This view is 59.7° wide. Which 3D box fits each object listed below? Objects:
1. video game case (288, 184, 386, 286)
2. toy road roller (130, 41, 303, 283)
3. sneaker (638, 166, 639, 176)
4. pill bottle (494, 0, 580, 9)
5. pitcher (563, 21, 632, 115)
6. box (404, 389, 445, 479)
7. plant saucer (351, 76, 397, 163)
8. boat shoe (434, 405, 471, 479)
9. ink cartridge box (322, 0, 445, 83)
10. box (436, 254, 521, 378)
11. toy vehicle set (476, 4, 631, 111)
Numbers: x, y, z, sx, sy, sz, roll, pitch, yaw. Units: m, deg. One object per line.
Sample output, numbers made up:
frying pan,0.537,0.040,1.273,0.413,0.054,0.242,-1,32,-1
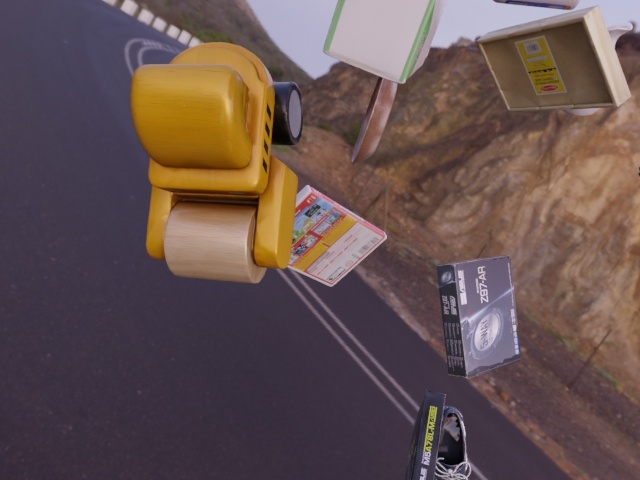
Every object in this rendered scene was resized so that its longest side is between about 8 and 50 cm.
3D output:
video game case,0.000,0.000,1.325,0.285,0.204,0.025,28,28,-41
toy road roller,-0.155,-0.110,0.779,0.202,0.330,0.240,3,-4,12
sneaker,0.667,-0.131,1.134,0.083,0.031,0.035,38,20,-56
pill bottle,0.517,-0.671,1.397,0.271,0.153,0.152,9,8,6
pitcher,0.610,-0.416,1.318,0.125,0.207,0.177,-28,45,-36
box,0.191,0.406,1.052,0.045,0.184,0.191,10,-37,8
plant saucer,0.107,-0.237,1.065,0.036,0.199,0.198,17,10,-3
boat shoe,0.311,0.531,1.337,0.095,0.255,0.079,7,-10,7
ink cartridge box,0.088,-0.264,0.591,0.093,0.154,0.212,23,25,7
box,0.121,0.055,0.423,0.067,0.084,0.018,-5,-2,-36
toy vehicle set,0.414,-0.319,1.020,0.166,0.035,0.267,57,-13,-22
